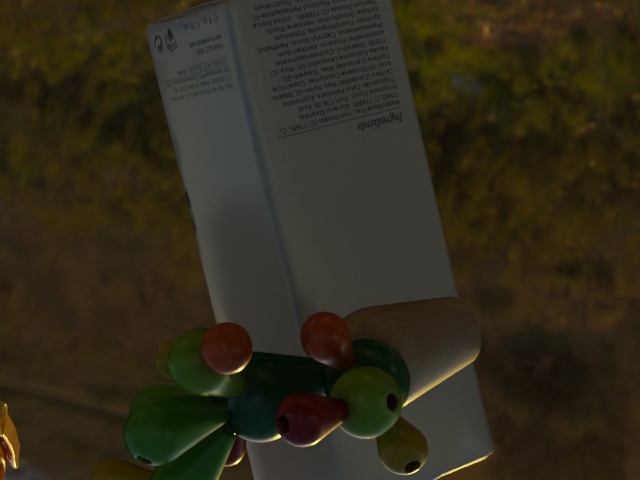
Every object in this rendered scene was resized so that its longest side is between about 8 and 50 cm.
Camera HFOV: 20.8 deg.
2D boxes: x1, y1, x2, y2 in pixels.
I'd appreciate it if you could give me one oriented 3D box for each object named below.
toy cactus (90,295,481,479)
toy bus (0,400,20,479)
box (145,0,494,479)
[{"bbox_3d":[-0.001,0.074,0.790,0.180,0.112,0.219,-18,172,-31],"label":"toy cactus"},{"bbox_3d":[-0.240,0.139,1.021,0.149,0.211,0.220,14,160,1],"label":"toy bus"},{"bbox_3d":[0.000,0.000,0.947,0.113,0.275,0.094,-15,-174,-33],"label":"box"}]
